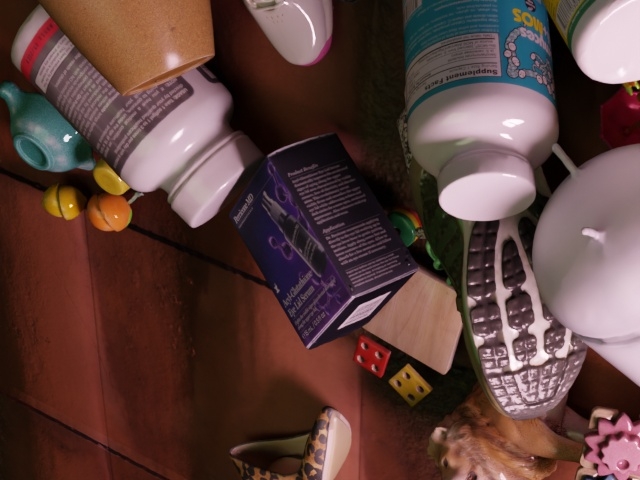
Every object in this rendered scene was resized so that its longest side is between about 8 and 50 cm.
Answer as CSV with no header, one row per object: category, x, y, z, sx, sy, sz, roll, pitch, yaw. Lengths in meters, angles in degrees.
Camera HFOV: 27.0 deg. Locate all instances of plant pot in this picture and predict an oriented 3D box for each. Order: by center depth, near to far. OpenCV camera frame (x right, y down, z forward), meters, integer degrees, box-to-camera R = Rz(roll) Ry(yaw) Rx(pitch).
plant pot,-0.228,-0.303,1.524,0.237,0.237,0.254,-19,96,45

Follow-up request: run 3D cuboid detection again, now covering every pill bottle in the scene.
pill bottle,0.252,-0.253,1.220,0.117,0.118,0.208,114,147,-44
pill bottle,0.156,-0.155,1.306,0.146,0.264,0.146,0,153,0
pill bottle,-0.222,-0.174,1.678,0.318,0.176,0.176,46,137,5

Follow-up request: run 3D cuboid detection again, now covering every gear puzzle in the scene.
gear puzzle,0.445,0.291,1.455,0.339,0.044,0.175,11,117,5

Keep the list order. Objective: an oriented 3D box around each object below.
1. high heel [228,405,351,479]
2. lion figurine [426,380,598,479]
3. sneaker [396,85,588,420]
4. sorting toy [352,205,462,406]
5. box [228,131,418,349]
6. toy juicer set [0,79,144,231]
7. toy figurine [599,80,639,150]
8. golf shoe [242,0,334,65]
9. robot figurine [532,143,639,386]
high heel,-0.054,0.293,1.914,0.186,0.093,0.261,24,140,17
lion figurine,0.245,0.149,1.569,0.240,0.142,0.392,20,116,38
sneaker,0.174,-0.004,1.456,0.182,0.158,0.410,140,121,-67
sorting toy,0.123,0.086,1.666,0.132,0.046,0.274,29,132,21
box,0.000,0.000,1.618,0.207,0.108,0.153,58,146,15
toy juicer set,-0.390,-0.131,1.921,0.329,0.089,0.209,29,146,10
toy figurine,0.327,-0.133,1.296,0.173,0.130,0.159,54,164,41
golf shoe,-0.086,-0.325,1.493,0.115,0.140,0.306,-8,114,41
robot figurine,0.342,0.042,1.280,0.353,0.300,0.200,37,106,-30
